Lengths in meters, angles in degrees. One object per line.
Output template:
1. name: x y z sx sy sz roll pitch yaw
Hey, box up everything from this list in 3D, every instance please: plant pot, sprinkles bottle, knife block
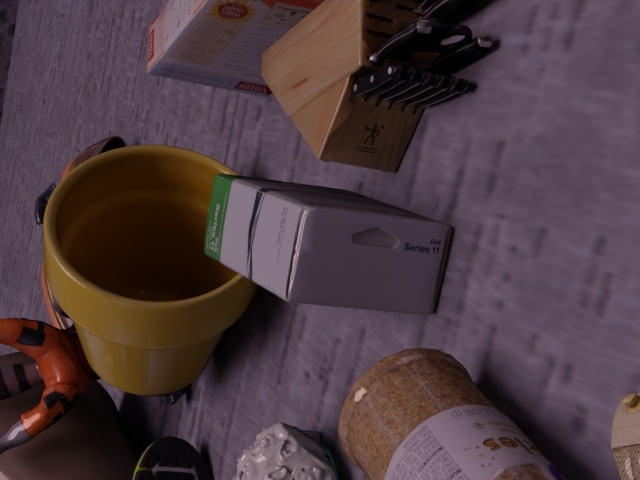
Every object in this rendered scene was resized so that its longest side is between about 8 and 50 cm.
1. plant pot: -0.202 0.054 1.339 0.239 0.254 0.254 105 156 -47
2. sprinkles bottle: 0.131 0.206 0.756 0.355 0.121 0.121 47 124 57
3. plant pot: -0.376 0.353 1.554 0.280 0.323 0.323 27 108 45
4. knife block: 0.053 -0.201 1.053 0.242 0.088 0.275 -67 30 25

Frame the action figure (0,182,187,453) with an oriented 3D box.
1. action figure: -0.353 0.111 1.508 0.178 0.330 0.341 -40 73 51

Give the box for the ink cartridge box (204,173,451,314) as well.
1. ink cartridge box: 0.000 0.000 1.033 0.208 0.153 0.086 24 105 63

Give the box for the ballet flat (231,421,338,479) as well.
1. ballet flat: -0.068 0.386 1.077 0.147 0.147 0.408 17 101 63

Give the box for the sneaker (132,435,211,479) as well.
1. sneaker: -0.202 0.395 1.382 0.121 0.111 0.299 153 122 -63

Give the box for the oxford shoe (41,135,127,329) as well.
1. oxford shoe: -0.357 0.001 1.765 0.133 0.130 0.363 -35 52 49

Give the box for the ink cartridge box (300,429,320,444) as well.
1. ink cartridge box: -0.031 0.224 1.171 0.083 0.028 0.048 -17 68 60

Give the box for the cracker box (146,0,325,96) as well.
1. cracker box: -0.085 -0.248 1.258 0.232 0.156 0.067 -32 55 56

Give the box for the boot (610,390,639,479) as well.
1. boot: 0.247 0.060 0.603 0.203 0.095 0.261 -24 68 60
